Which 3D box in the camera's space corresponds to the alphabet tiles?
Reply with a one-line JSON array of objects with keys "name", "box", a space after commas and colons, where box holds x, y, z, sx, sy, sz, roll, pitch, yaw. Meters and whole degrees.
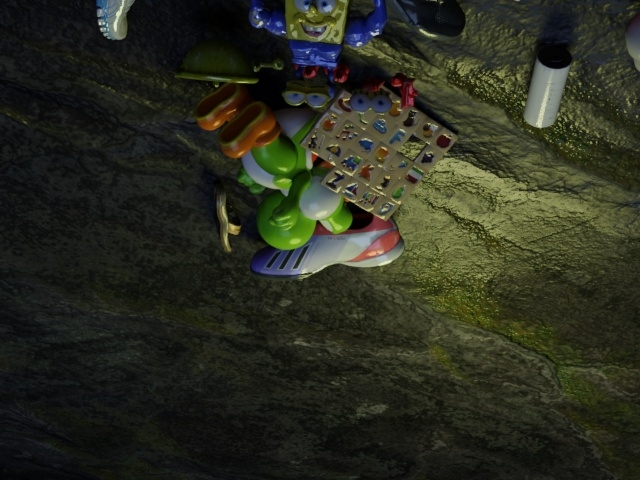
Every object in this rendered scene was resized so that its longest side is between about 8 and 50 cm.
[{"name": "alphabet tiles", "box": [0.088, -0.153, 1.772, 0.237, 0.009, 0.198, 28, 112, -33]}]

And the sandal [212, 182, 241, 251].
[{"name": "sandal", "box": [-0.176, -0.042, 2.026, 0.049, 0.072, 0.180, -12, 142, -11]}]

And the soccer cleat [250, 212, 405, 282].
[{"name": "soccer cleat", "box": [0.000, 0.000, 2.033, 0.318, 0.109, 0.116, -9, 122, 24]}]

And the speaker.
[{"name": "speaker", "box": [0.354, -0.240, 1.654, 0.055, 0.055, 0.136, 4, 145, 4]}]

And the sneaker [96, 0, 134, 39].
[{"name": "sneaker", "box": [-0.292, -0.371, 1.571, 0.082, 0.071, 0.191, 1, 145, -2]}]

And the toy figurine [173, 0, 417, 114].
[{"name": "toy figurine", "box": [-0.026, -0.331, 1.567, 0.362, 0.191, 0.217, 9, 115, 10]}]

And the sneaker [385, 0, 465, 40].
[{"name": "sneaker", "box": [0.151, -0.370, 1.476, 0.130, 0.087, 0.227, -19, 132, 41]}]

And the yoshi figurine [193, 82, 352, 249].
[{"name": "yoshi figurine", "box": [-0.083, -0.097, 1.828, 0.203, 0.204, 0.362, -4, 147, 34]}]

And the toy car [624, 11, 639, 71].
[{"name": "toy car", "box": [0.523, -0.259, 1.501, 0.159, 0.136, 0.182, -8, 171, 22]}]
